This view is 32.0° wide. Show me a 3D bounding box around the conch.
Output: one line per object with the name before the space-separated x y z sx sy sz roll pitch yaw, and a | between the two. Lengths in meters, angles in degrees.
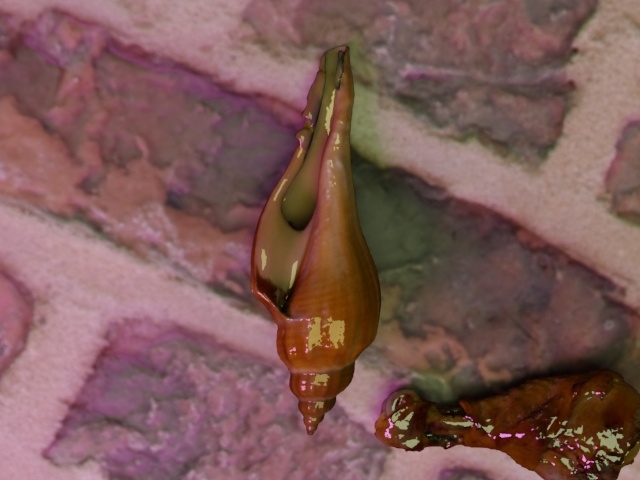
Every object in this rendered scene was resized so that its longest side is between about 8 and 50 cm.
conch | 0.001 0.001 0.955 0.109 0.093 0.330 2 84 12

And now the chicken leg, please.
chicken leg | 0.175 0.166 1.015 0.251 0.087 0.107 3 83 1
